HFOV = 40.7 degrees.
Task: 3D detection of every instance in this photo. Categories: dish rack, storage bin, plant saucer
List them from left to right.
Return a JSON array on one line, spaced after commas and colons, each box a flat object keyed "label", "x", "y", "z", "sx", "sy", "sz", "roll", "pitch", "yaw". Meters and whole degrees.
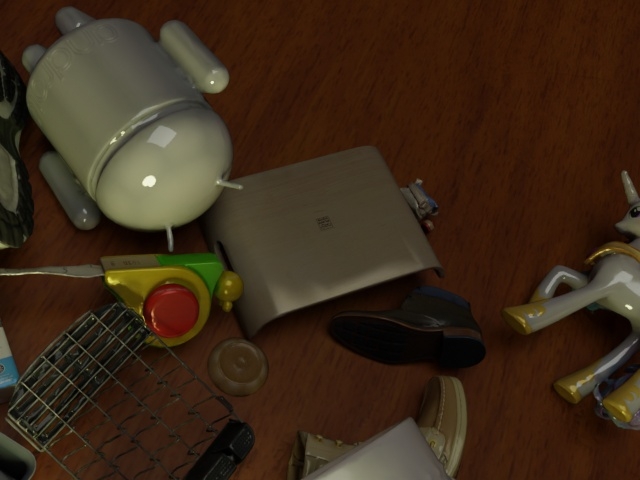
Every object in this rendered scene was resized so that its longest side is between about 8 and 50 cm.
[{"label": "storage bin", "x": -0.374, "y": 0.288, "z": 0.943, "sx": 0.098, "sy": 0.091, "sz": 0.135, "roll": 32, "pitch": 58, "yaw": 1}, {"label": "dish rack", "x": -0.219, "y": 0.217, "z": 1.007, "sx": 0.271, "sy": 0.074, "sz": 0.208, "roll": 46, "pitch": 56, "yaw": -8}, {"label": "plant saucer", "x": -0.107, "y": 0.165, "z": 1.146, "sx": 0.083, "sy": 0.015, "sz": 0.083, "roll": 8, "pitch": 60, "yaw": -15}]

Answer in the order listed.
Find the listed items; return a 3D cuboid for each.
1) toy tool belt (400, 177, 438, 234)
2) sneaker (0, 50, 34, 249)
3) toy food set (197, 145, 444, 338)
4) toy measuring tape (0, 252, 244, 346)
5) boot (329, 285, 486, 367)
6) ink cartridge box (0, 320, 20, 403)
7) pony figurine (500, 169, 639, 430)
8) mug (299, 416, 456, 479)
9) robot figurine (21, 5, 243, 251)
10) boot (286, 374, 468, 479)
[{"label": "toy tool belt", "x": 0.160, "y": -0.056, "z": 1.339, "sx": 0.051, "sy": 0.052, "sz": 0.083, "roll": -33, "pitch": 76, "yaw": -22}, {"label": "sneaker", "x": -0.492, "y": -0.145, "z": 1.122, "sx": 0.182, "sy": 0.158, "sz": 0.410, "roll": -18, "pitch": 53, "yaw": 3}, {"label": "toy food set", "x": 0.000, "y": 0.000, "z": 1.238, "sx": 0.306, "sy": 0.092, "sz": 0.220, "roll": -17, "pitch": 64, "yaw": -17}, {"label": "toy measuring tape", "x": -0.258, "y": 0.081, "z": 1.085, "sx": 0.330, "sy": 0.121, "sz": 0.121, "roll": -3, "pitch": 63, "yaw": -19}, {"label": "boot", "x": 0.123, "y": 0.116, "z": 1.233, "sx": 0.219, "sy": 0.082, "sz": 0.106, "roll": 12, "pitch": 34, "yaw": -3}, {"label": "ink cartridge box", "x": -0.437, "y": 0.115, "z": 1.036, "sx": 0.104, "sy": 0.060, "sz": 0.180, "roll": -16, "pitch": 68, "yaw": -26}, {"label": "pony figurine", "x": 0.493, "y": 0.098, "z": 1.263, "sx": 0.363, "sy": 0.303, "sz": 0.351, "roll": -42, "pitch": 71, "yaw": -17}, {"label": "mug", "x": 0.087, "y": 0.379, "z": 0.891, "sx": 0.374, "sy": 0.276, "sz": 0.328, "roll": -16, "pitch": 71, "yaw": -52}, {"label": "robot figurine", "x": -0.253, "y": -0.153, "z": 1.156, "sx": 0.353, "sy": 0.300, "sz": 0.200, "roll": 49, "pitch": 16, "yaw": 18}, {"label": "boot", "x": 0.070, "y": 0.267, "z": 1.103, "sx": 0.203, "sy": 0.095, "sz": 0.262, "roll": 21, "pitch": 64, "yaw": -5}]
